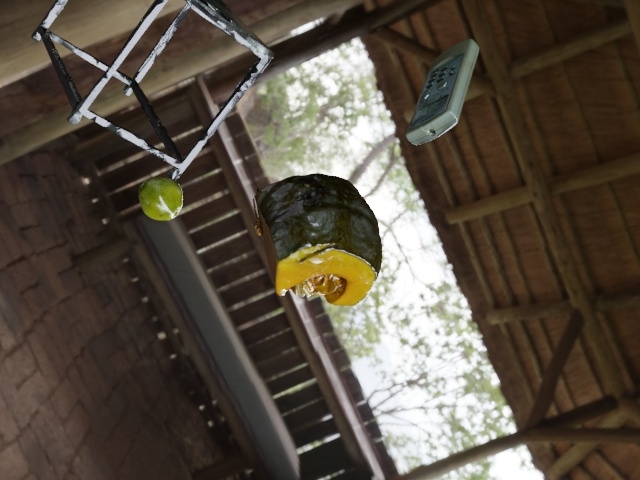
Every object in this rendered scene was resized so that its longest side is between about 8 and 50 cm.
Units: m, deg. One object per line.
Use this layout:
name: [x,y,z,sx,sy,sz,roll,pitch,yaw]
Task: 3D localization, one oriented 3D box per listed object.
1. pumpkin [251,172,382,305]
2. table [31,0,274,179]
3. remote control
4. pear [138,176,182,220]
pumpkin: [0.000,0.000,1.545,0.256,0.303,0.225,-52,-139,40]
table: [-0.299,-0.334,1.193,0.222,0.272,0.335,29,18,-44]
remote control: [0.212,-0.259,1.196,0.038,0.098,0.233,41,48,-23]
pear: [-0.337,-0.088,1.452,0.097,0.092,0.092,31,-6,9]
